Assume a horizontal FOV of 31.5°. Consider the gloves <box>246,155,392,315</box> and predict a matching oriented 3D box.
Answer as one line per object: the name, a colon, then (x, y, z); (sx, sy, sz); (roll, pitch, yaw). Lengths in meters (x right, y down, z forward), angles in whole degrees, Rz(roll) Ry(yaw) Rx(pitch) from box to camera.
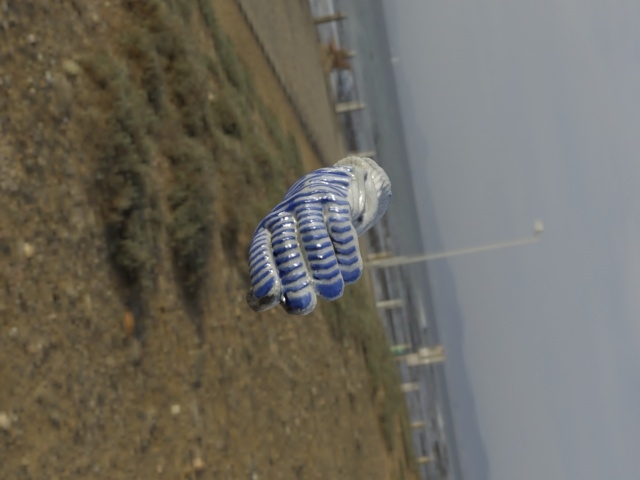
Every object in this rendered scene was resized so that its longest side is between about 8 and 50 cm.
gloves: (-0.003, -0.005, 1.019); (0.119, 0.097, 0.229); (-54, -176, 35)
